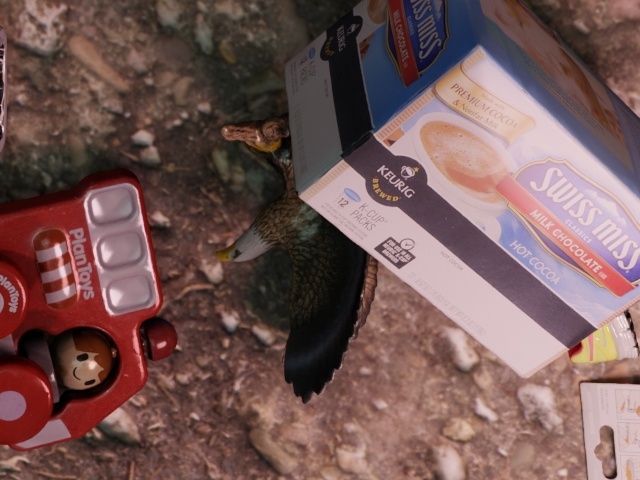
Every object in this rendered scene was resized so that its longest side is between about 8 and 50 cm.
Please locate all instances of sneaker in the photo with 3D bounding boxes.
[{"bbox_3d":[0.286,0.055,1.811,0.094,0.081,0.208,-18,107,13],"label":"sneaker"}]

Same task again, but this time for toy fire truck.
[{"bbox_3d":[-0.298,0.086,1.843,0.254,0.169,0.302,-14,109,-10],"label":"toy fire truck"}]

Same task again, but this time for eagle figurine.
[{"bbox_3d":[-0.008,0.004,1.755,0.225,0.226,0.298,-26,89,50],"label":"eagle figurine"}]

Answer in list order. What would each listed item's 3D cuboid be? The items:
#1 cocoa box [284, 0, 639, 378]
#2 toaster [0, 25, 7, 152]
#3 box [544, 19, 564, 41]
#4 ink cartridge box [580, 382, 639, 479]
[{"bbox_3d":[0.166,-0.080,1.583,0.228,0.231,0.347,-38,121,23],"label":"cocoa box"},{"bbox_3d":[-0.427,-0.165,1.774,0.146,0.129,0.227,4,107,0],"label":"toaster"},{"bbox_3d":[0.305,-0.087,1.768,0.063,0.067,0.324,-29,105,15],"label":"box"},{"bbox_3d":[0.432,0.242,1.891,0.232,0.066,0.189,2,111,27],"label":"ink cartridge box"}]
